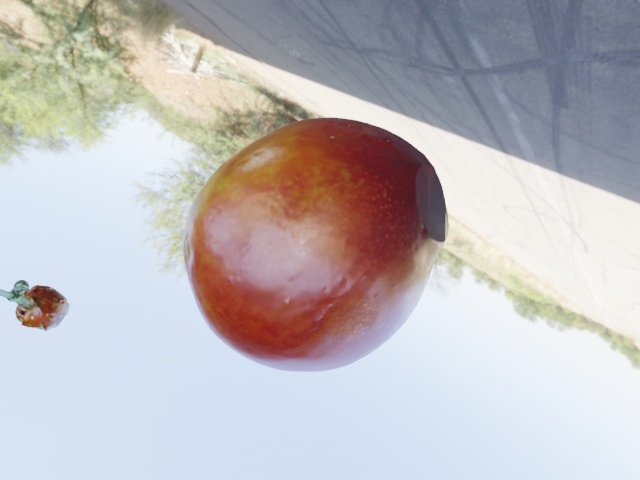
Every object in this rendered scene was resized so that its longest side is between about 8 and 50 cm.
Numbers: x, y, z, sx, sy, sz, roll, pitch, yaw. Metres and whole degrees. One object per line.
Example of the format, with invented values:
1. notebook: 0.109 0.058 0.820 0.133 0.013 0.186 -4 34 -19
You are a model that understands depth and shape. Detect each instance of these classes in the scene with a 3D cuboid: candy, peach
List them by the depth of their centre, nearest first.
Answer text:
1. peach: 0.000 0.000 0.614 0.388 0.388 0.388 28 -172 -4
2. candy: -0.494 0.090 0.659 0.084 0.078 0.287 13 160 -5
